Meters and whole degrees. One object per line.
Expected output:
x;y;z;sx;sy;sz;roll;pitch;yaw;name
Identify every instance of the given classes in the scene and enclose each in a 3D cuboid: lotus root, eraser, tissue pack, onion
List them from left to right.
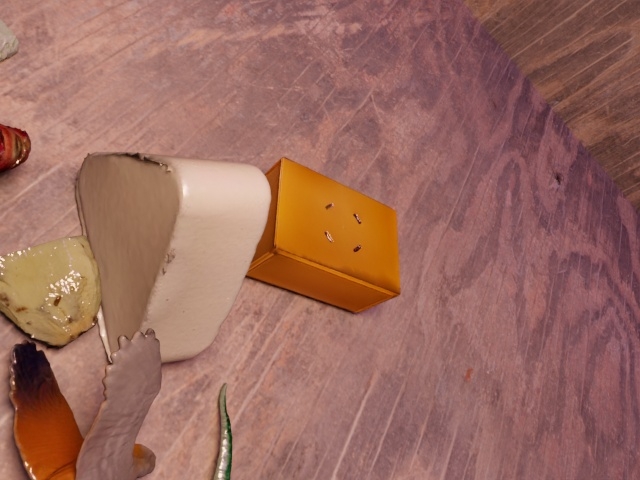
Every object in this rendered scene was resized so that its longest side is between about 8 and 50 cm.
-0.470;-0.101;0.771;0.150;0.150;0.140;-1;108;-41;onion
-0.355;0.067;0.771;0.143;0.070;0.144;-30;88;-30;lotus root
-0.238;-0.023;0.842;0.150;0.331;0.331;-4;70;-43;eraser
0.000;0.000;1.081;0.275;0.145;0.194;23;55;-30;tissue pack

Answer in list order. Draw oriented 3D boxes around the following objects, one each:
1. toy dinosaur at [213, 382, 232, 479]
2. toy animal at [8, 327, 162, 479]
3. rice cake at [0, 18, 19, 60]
-0.178;0.369;0.777;0.129;0.076;0.382;23;57;-37;toy dinosaur
-0.286;0.274;0.629;0.284;0.225;0.301;-54;130;-57;toy animal
-0.561;-0.363;0.877;0.226;0.040;0.085;48;45;-9;rice cake
